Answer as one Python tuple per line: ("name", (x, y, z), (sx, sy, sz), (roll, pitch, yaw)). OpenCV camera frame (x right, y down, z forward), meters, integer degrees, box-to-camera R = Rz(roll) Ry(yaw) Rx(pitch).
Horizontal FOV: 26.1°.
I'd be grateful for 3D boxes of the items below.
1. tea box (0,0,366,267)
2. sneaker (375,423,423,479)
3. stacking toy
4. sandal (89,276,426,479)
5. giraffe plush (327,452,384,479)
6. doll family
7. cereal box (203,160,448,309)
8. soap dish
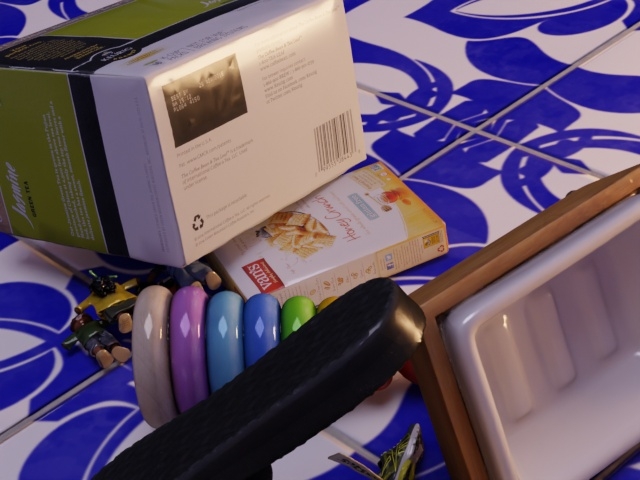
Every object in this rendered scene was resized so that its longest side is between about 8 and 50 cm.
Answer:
("tea box", (-0.180, -0.148, 1.603), (0.323, 0.220, 0.329), (11, 30, 39))
("sneaker", (0.071, 0.197, 1.267), (0.035, 0.031, 0.083), (3, 36, 20))
("stacking toy", (-0.011, 0.103, 1.347), (0.330, 0.141, 0.141), (-4, 34, 2))
("sandal", (-0.082, 0.203, 1.129), (0.445, 0.107, 0.167), (-36, 16, 18))
("giraffe plush", (0.073, 0.281, 1.045), (0.210, 0.181, 0.170), (23, 65, -2))
("doll family", (-0.197, 0.059, 1.511), (0.193, 0.076, 0.111), (-21, 31, -24))
("cereal box", (0.000, 0.000, 1.560), (0.240, 0.047, 0.173), (-21, 35, -16))
("soap dish", (0.210, 0.089, 1.233), (0.291, 0.229, 0.118), (-30, 22, -26))
